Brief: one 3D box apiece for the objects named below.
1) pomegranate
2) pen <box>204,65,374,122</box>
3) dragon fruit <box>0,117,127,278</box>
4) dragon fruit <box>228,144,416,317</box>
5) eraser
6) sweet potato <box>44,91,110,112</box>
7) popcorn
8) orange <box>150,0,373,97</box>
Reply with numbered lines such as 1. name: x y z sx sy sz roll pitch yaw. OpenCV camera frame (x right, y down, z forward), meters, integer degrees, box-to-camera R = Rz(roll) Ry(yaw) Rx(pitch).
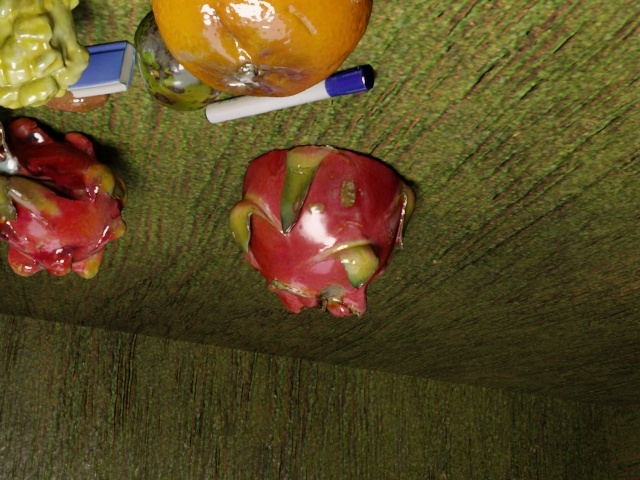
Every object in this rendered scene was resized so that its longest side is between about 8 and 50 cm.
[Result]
1. pomegranate: -0.139 -0.214 1.088 0.163 0.125 0.138 11 148 -20
2. pen: -0.049 -0.196 1.258 0.269 0.033 0.033 -7 158 32
3. dragon fruit: -0.443 -0.067 1.447 0.307 0.227 0.243 20 152 -31
4. dragon fruit: 0.000 0.000 1.528 0.305 0.225 0.305 7 163 2
5. eraser: -0.284 -0.222 1.194 0.085 0.063 0.027 -4 157 22
6. sweet potato: -0.403 -0.211 1.292 0.214 0.050 0.050 7 162 6
7. popcorn: -0.340 -0.236 1.042 0.173 0.173 0.142 -12 163 41
8. orange: -0.059 -0.239 0.923 0.224 0.170 0.224 4 163 1
